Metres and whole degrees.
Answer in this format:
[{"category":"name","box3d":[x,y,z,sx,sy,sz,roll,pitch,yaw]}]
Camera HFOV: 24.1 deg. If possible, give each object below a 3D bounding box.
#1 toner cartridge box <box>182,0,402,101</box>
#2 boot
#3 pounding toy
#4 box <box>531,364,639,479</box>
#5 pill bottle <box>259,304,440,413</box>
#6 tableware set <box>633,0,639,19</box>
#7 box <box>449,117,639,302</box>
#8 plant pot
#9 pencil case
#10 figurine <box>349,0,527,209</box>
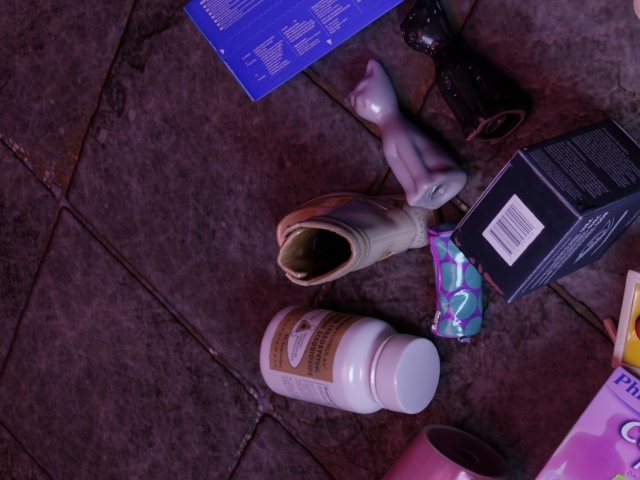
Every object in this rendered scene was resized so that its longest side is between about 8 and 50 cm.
[{"category":"toner cartridge box","box3d":[-0.013,-0.327,1.932,0.348,0.075,0.165,-28,101,44]},{"category":"boot","box3d":[0.000,0.000,1.973,0.262,0.203,0.095,-1,102,40]},{"category":"pounding toy","box3d":[0.391,0.130,1.752,0.181,0.094,0.206,22,117,34]},{"category":"box","box3d":[0.348,0.309,1.707,0.213,0.243,0.117,37,157,11]},{"category":"pill bottle","box3d":[0.041,0.166,2.043,0.229,0.131,0.131,8,109,39]},{"category":"tableware set","box3d":[0.385,-0.318,1.659,0.141,0.020,0.168,-35,81,42]},{"category":"box","box3d":[0.275,-0.037,1.720,0.108,0.207,0.153,50,129,18]},{"category":"plant pot","box3d":[0.154,0.350,1.980,0.201,0.201,0.180,34,108,28]},{"category":"pencil case","box3d":[0.172,0.052,1.933,0.064,0.070,0.151,21,118,62]},{"category":"figurine","box3d":[0.131,-0.176,1.893,0.215,0.092,0.209,-51,62,39]}]
